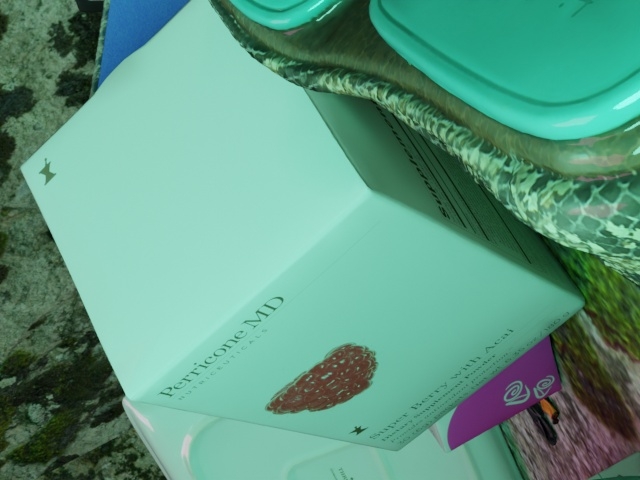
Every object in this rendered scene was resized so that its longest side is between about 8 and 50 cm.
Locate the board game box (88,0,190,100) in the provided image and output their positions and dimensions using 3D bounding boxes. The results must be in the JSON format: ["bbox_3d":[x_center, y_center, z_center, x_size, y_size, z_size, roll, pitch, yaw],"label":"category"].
[{"bbox_3d":[-0.079,-0.141,1.016,0.291,0.141,0.232,91,-175,-76],"label":"board game box"}]

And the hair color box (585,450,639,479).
[{"bbox_3d":[0.171,0.229,0.879,0.093,0.167,0.053,59,171,24],"label":"hair color box"}]

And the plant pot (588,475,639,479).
[{"bbox_3d":[0.171,0.244,0.652,0.293,0.293,0.196,63,-160,0],"label":"plant pot"}]

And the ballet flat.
[{"bbox_3d":[0.067,-0.098,0.562,0.182,0.164,0.483,43,-175,-36],"label":"ballet flat"}]

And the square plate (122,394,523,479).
[{"bbox_3d":[0.022,0.243,1.309,0.049,0.344,0.347,-99,-14,-65],"label":"square plate"}]

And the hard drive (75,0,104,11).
[{"bbox_3d":[-0.179,-0.381,1.021,0.237,0.064,0.339,103,165,-79],"label":"hard drive"}]

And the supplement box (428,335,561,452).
[{"bbox_3d":[0.087,0.045,1.039,0.220,0.111,0.114,55,170,48],"label":"supplement box"}]

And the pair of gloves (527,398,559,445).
[{"bbox_3d":[0.183,0.137,1.103,0.074,0.010,0.083,58,173,30],"label":"pair of gloves"}]

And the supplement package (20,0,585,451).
[{"bbox_3d":[0.000,0.000,0.784,0.293,0.177,0.175,23,-149,-55],"label":"supplement package"}]
